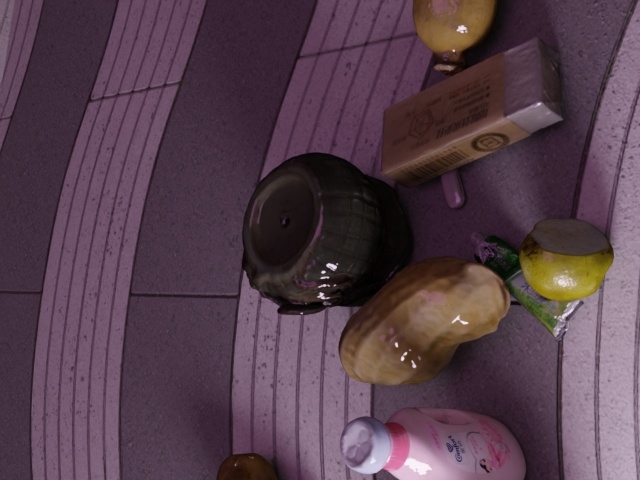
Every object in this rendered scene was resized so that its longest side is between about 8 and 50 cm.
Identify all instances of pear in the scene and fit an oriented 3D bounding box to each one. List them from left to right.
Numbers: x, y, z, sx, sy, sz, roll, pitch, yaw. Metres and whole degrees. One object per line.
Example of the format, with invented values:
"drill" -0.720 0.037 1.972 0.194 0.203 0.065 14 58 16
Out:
"pear" 0.371 0.037 1.737 0.141 0.141 0.104 41 136 44

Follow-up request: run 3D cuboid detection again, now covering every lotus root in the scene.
"lotus root" 0.239 -0.438 1.984 0.146 0.130 0.304 5 84 48

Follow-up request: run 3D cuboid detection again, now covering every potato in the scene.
"potato" -0.139 0.482 2.157 0.137 0.137 0.176 -46 23 28

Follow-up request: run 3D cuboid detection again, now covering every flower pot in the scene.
"flower pot" 0.000 0.000 2.066 0.301 0.213 0.302 -15 69 44

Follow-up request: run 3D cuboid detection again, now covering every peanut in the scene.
"peanut" 0.160 0.132 1.896 0.340 0.158 0.174 -49 45 35

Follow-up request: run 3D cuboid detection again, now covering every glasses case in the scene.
"glasses case" 0.230 -0.095 1.987 0.032 0.021 0.083 -35 56 38

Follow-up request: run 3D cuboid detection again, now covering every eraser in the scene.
"eraser" 0.251 -0.213 1.942 0.343 0.078 0.144 -22 54 41

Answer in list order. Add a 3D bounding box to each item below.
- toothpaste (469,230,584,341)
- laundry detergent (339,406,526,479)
"toothpaste" 0.322 0.060 1.835 0.248 0.046 0.078 47 115 40
"laundry detergent" 0.169 0.312 1.715 0.088 0.335 0.159 -54 47 23
